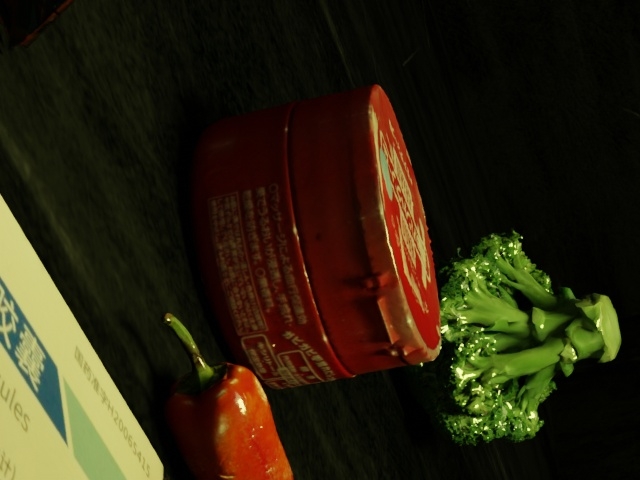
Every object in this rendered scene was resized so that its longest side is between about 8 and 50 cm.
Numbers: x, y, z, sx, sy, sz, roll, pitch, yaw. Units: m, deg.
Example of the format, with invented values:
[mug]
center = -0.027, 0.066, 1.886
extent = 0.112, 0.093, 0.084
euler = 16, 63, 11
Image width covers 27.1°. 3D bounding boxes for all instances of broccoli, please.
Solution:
[broccoli]
center = 0.219, 0.110, 1.564
extent = 0.270, 0.270, 0.270
euler = 20, 65, -50

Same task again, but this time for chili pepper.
[chili pepper]
center = -0.050, 0.153, 0.865
extent = 0.071, 0.063, 0.272
euler = -65, 143, -51

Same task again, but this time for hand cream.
[hand cream]
center = 0.000, 0.000, 1.033
extent = 0.230, 0.149, 0.230
euler = -14, 90, -79

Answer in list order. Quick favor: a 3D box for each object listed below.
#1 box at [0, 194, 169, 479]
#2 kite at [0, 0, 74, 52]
[box]
center = -0.161, 0.051, 0.486
extent = 0.200, 0.065, 0.343
euler = -87, 159, -52
[kite]
center = -0.160, -0.182, 0.686
extent = 0.241, 0.014, 0.183
euler = 53, -40, 36
